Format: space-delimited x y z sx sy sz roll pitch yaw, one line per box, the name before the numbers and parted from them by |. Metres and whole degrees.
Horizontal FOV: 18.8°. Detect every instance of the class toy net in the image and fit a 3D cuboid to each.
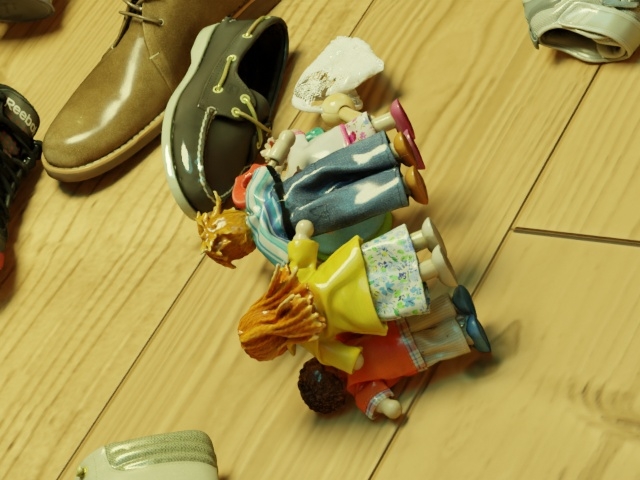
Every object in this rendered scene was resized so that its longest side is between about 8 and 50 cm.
toy net | -0.001 -0.072 1.533 0.122 0.045 0.232 -14 40 20

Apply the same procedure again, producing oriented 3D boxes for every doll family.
doll family | 0.000 0.000 1.358 0.163 0.118 0.263 -23 57 10

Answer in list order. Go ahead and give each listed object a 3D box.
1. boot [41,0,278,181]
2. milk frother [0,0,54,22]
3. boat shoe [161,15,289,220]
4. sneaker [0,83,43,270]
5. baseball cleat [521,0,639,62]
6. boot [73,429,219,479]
boot | -0.153 -0.183 1.683 0.112 0.115 0.305 19 61 38
milk frother | -0.264 -0.279 1.867 0.143 0.129 0.134 2 79 -3
boat shoe | -0.074 -0.109 1.581 0.069 0.081 0.227 -15 39 22
sneaker | -0.299 -0.065 1.655 0.135 0.097 0.276 -30 38 2
baseball cleat | 0.260 -0.196 1.501 0.206 0.072 0.109 -19 54 19
boot | -0.149 0.222 1.285 0.213 0.077 0.165 -25 40 -3
